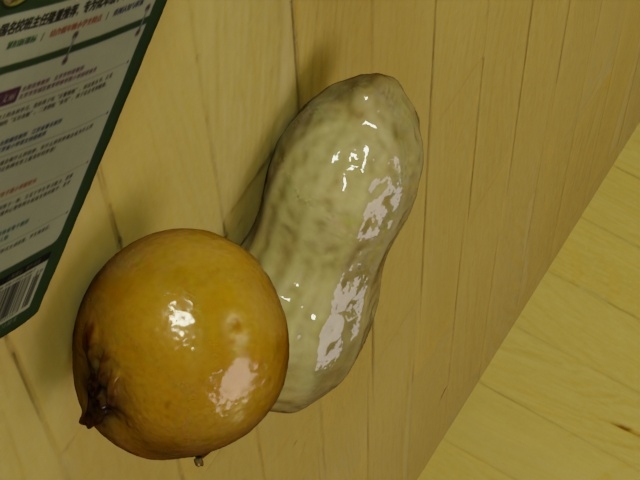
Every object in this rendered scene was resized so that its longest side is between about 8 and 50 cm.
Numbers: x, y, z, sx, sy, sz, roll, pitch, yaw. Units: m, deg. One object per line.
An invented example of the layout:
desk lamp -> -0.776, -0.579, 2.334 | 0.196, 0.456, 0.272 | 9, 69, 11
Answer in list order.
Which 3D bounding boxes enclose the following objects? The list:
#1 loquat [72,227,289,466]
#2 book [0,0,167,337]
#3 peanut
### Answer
loquat -> -0.084, 0.064, 1.179 | 0.141, 0.141, 0.141 | -55, 164, -24
book -> -0.150, -0.046, 0.930 | 0.202, 0.027, 0.264 | -32, 151, -61
peanut -> 0.000, 0.000, 1.393 | 0.257, 0.123, 0.123 | -68, 165, 10
